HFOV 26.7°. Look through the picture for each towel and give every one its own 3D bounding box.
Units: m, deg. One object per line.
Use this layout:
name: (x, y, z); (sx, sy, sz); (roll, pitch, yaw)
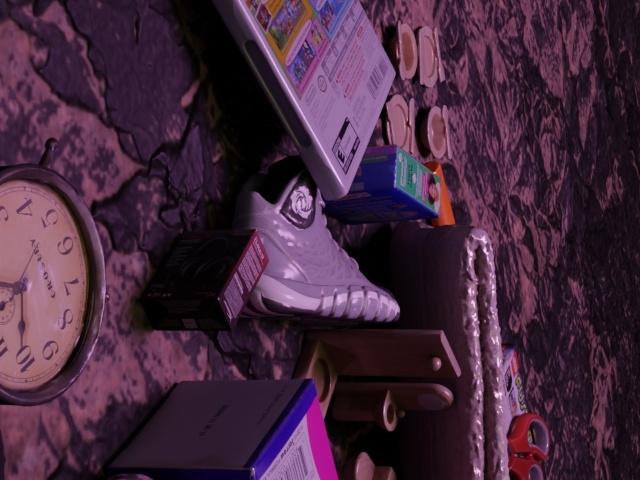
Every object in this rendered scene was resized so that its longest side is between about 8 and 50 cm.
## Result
towel: (0.118, 0.123, 1.238); (0.187, 0.049, 0.282); (-173, -100, -72)

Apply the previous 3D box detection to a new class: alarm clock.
alarm clock: (-0.183, 0.033, 0.716); (0.192, 0.064, 0.129); (-54, 136, -56)

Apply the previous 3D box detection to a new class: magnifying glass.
magnifying glass: (0.141, 0.022, 1.449); (0.092, 0.026, 0.231); (-57, 140, -50)

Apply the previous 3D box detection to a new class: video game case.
video game case: (-0.008, -0.164, 1.075); (0.193, 0.023, 0.212); (60, 28, -24)

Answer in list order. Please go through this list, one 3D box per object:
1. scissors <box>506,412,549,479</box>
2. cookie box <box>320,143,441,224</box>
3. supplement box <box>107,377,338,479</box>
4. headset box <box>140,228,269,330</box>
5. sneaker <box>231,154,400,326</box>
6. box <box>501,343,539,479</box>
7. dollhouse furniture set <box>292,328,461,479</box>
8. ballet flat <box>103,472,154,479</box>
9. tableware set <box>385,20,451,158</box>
scissors: (0.200, 0.225, 1.479); (0.297, 0.021, 0.109); (34, 61, -57)
cookie box: (0.044, -0.046, 1.169); (0.107, 0.091, 0.040); (26, 62, -62)
supplement box: (-0.047, 0.217, 0.932); (0.111, 0.114, 0.220); (-50, 131, -56)
headset box: (-0.078, 0.025, 0.939); (0.083, 0.062, 0.032); (-64, 143, -44)
sneaker: (0.000, 0.000, 1.083); (0.228, 0.086, 0.132); (13, 74, -63)
box: (0.214, 0.236, 1.569); (0.114, 0.036, 0.207); (-52, 134, -54)
dollhouse furniture set: (0.048, 0.177, 1.122); (0.144, 0.123, 0.151); (63, 35, -42)
ballet flat: (-0.099, 0.254, 0.854); (0.079, 0.076, 0.222); (-71, 147, -64)
tableware set: (0.100, -0.152, 1.376); (0.168, 0.020, 0.141); (-8, 96, -65)
